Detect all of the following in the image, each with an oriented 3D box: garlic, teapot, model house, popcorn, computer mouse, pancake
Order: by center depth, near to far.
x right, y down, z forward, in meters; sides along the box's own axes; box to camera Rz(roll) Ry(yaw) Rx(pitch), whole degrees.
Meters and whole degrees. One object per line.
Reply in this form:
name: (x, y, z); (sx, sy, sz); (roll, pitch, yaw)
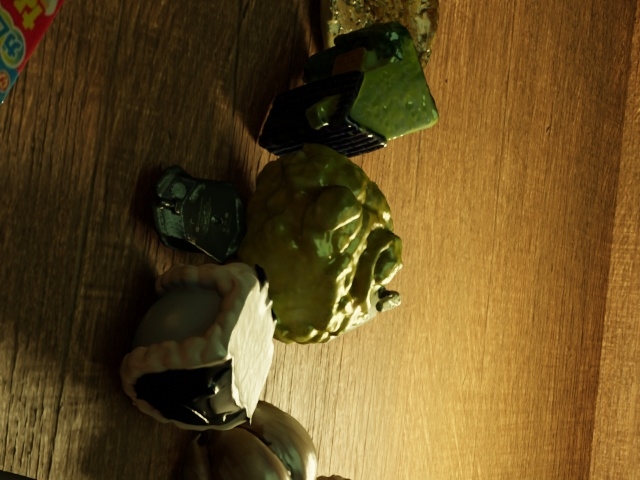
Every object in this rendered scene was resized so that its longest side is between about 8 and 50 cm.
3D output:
computer mouse: (-0.162, -0.033, 1.768); (0.192, 0.062, 0.106); (23, 74, -55)
garlic: (-0.078, 0.298, 1.868); (0.214, 0.160, 0.191); (-36, 124, -47)
popcorn: (0.000, 0.000, 1.898); (0.242, 0.235, 0.250); (-77, -176, -62)
model house: (0.016, -0.195, 1.956); (0.211, 0.194, 0.170); (-26, 102, -45)
teapot: (0.046, 0.099, 2.134); (0.200, 0.107, 0.077); (-21, 110, -60)
pancake: (0.088, -0.357, 2.194); (0.356, 0.065, 0.356); (-11, 103, -61)

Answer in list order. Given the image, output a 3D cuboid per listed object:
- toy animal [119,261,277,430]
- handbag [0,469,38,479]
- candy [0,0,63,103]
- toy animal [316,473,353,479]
toy animal: (-0.149, 0.124, 1.720); (0.208, 0.156, 0.204); (82, 22, -57)
handbag: (-0.364, 0.371, 1.428); (0.244, 0.088, 0.275); (31, 68, -56)
candy: (-0.322, -0.296, 1.383); (0.306, 0.100, 0.157); (-66, 147, -31)
toy animal: (0.010, 0.457, 2.030); (0.358, 0.188, 0.226); (42, 65, -47)
